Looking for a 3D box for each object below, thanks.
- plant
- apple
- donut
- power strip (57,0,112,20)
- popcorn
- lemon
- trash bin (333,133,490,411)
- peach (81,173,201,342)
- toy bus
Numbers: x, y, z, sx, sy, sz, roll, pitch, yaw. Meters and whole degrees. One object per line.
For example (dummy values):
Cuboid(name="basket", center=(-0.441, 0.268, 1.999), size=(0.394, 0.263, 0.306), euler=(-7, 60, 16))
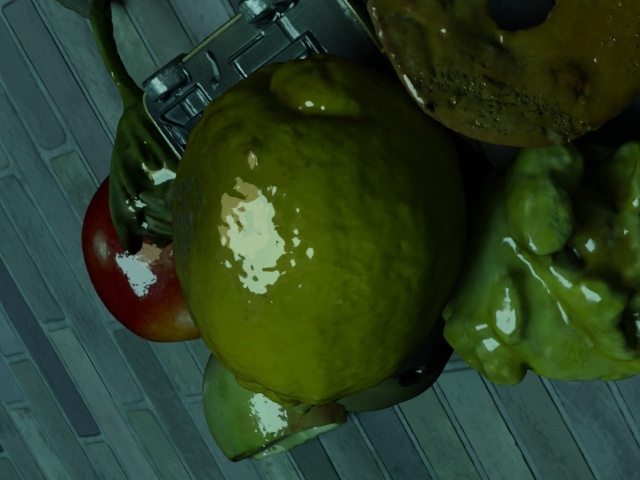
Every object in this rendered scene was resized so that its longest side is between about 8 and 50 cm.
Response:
Cuboid(name="plant", center=(-0.213, -0.133, 2.230), size=(0.333, 0.251, 0.180), euler=(40, 121, 17))
Cuboid(name="apple", center=(-0.089, 0.188, 2.500), size=(0.265, 0.120, 0.193), euler=(-29, 83, 56))
Cuboid(name="donut", center=(0.167, -0.217, 1.667), size=(0.277, 0.277, 0.108), euler=(60, 176, -7))
Cuboid(name="power strip", center=(-0.366, -0.400, 2.349), size=(0.251, 0.092, 0.257), euler=(26, 137, 39))
Cuboid(name="popcorn", center=(0.250, 0.022, 1.806), size=(0.242, 0.250, 0.235), euler=(145, 131, -59))
Cuboid(name="lemon", center=(0.002, -0.007, 1.738), size=(0.285, 0.285, 0.316), euler=(15, 145, 47))
Cuboid(name="trash bin", center=(0.058, 0.047, 2.081), size=(0.214, 0.214, 0.334), euler=(43, 143, 20))
Cuboid(name="peach", center=(-0.183, 0.007, 2.375), size=(0.243, 0.199, 0.243), euler=(28, 134, 34))
Cuboid(name="toy bus", center=(-0.017, -0.178, 1.975), size=(0.177, 0.202, 0.365), euler=(54, 143, -5))
